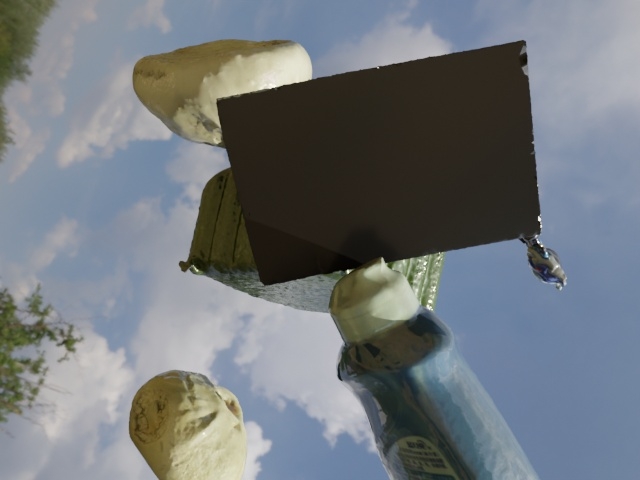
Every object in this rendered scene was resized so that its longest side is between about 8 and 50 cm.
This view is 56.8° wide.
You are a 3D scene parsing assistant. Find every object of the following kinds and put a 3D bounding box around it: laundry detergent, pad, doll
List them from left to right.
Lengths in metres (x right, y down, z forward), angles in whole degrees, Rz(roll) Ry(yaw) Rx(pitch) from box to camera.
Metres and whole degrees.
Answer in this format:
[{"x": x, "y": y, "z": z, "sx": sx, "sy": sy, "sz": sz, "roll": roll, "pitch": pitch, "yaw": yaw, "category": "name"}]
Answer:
[{"x": 0.051, "y": -0.056, "z": 0.477, "sx": 0.243, "sy": 0.163, "sz": 0.004, "roll": -10, "pitch": -160, "yaw": 4, "category": "pad"}, {"x": 0.091, "y": 0.147, "z": 0.506, "sx": 0.094, "sy": 0.289, "sz": 0.143, "roll": -29, "pitch": -172, "yaw": -27, "category": "laundry detergent"}, {"x": 0.494, "y": 0.045, "z": 1.311, "sx": 0.070, "sy": 0.195, "sz": 0.096, "roll": -41, "pitch": -153, "yaw": 0, "category": "doll"}]

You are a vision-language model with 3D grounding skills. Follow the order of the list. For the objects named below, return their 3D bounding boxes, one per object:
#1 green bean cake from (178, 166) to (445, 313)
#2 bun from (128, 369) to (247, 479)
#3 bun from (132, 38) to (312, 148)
[{"x": 0.000, "y": 0.000, "z": 0.717, "sx": 0.250, "sy": 0.247, "sz": 0.156, "roll": -1, "pitch": -109, "yaw": 42, "category": "green bean cake"}, {"x": -0.310, "y": 0.480, "z": 1.528, "sx": 0.202, "sy": 0.364, "sz": 0.364, "roll": -40, "pitch": -143, "yaw": 5, "category": "bun"}, {"x": -0.098, "y": -0.149, "z": 0.611, "sx": 0.184, "sy": 0.102, "sz": 0.183, "roll": -3, "pitch": -155, "yaw": 1, "category": "bun"}]
